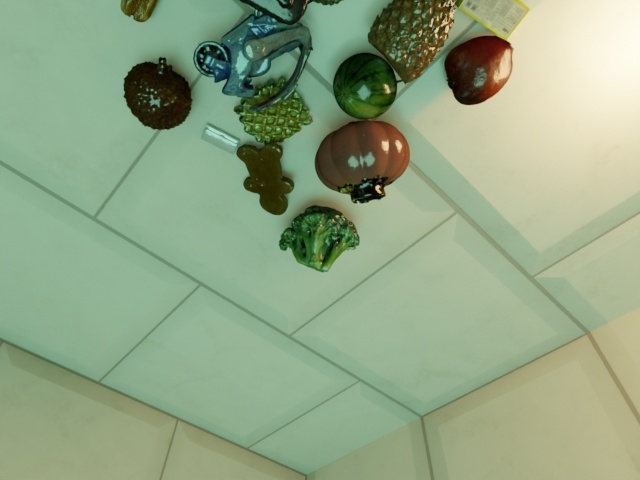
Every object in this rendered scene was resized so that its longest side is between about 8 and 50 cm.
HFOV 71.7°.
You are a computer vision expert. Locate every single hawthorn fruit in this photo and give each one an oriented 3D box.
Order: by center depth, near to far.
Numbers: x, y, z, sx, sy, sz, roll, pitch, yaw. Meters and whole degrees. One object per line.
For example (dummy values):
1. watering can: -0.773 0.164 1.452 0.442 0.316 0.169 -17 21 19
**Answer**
1. hawthorn fruit: 0.465 -0.501 1.281 0.202 0.185 0.185 -33 121 9

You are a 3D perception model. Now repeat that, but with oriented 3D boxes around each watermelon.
1. watermelon: 0.138 -0.457 1.314 0.188 0.214 0.188 24 129 34

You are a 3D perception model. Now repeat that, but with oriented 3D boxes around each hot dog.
1. hot dog: -0.466 -0.709 1.201 0.092 0.062 0.236 25 120 -36

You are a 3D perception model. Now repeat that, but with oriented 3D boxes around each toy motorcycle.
1. toy motorcycle: -0.172 -0.506 1.242 0.319 0.182 0.241 -32 95 9

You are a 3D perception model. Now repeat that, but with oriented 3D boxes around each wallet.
1. wallet: -0.339 -0.343 1.503 0.122 0.025 0.061 25 117 -17

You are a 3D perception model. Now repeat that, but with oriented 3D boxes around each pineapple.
1. pineapple: 0.295 -0.615 1.173 0.202 0.202 0.362 34 117 -22

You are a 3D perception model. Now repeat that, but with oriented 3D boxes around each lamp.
1. lamp: 0.133 -0.240 1.402 0.305 0.305 0.240 -9 83 8

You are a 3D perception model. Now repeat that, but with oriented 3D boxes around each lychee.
1. lychee: -0.486 -0.439 1.332 0.200 0.200 0.238 20 137 -14

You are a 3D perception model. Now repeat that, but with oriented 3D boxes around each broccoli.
1. broccoli: 0.000 0.000 1.633 0.294 0.246 0.265 6 151 27

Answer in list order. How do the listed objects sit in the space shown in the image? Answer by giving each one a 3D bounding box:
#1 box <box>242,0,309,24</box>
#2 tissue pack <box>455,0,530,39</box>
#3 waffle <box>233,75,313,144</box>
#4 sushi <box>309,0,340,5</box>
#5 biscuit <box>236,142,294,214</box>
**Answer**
1. box: -0.144 -0.763 1.075 0.350 0.091 0.359 21 104 -12
2. tissue pack: 0.474 -0.649 1.227 0.175 0.062 0.095 23 127 -16
3. waffle: -0.158 -0.411 1.427 0.223 0.054 0.204 -28 133 21
4. sushi: 0.023 -0.679 1.223 0.120 0.052 0.055 -3 112 1
5. biscuit: -0.186 -0.215 1.566 0.196 0.049 0.302 6 135 22
